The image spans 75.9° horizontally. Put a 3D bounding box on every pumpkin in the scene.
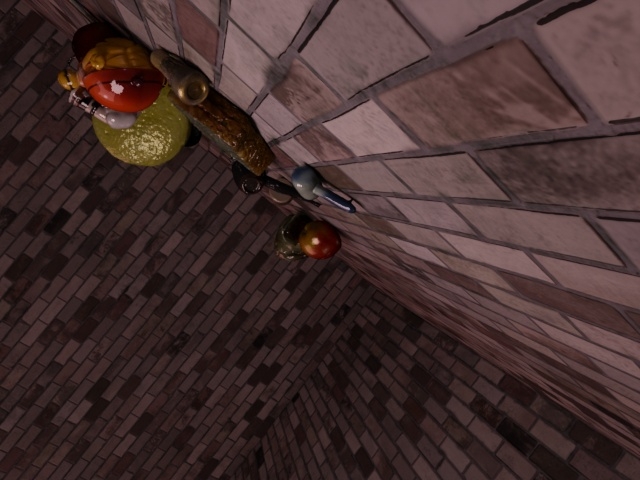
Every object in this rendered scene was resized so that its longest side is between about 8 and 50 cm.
[{"bbox_3d":[-0.663,-0.546,1.983,0.202,0.140,0.202,37,161,15],"label":"pumpkin"}]

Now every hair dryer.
[{"bbox_3d":[-0.154,-0.208,1.490,0.360,0.120,0.303,25,-159,-24],"label":"hair dryer"}]

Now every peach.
[{"bbox_3d":[0.000,0.000,1.946,0.192,0.190,0.190,38,177,-14],"label":"peach"}]

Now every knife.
[{"bbox_3d":[-0.735,-0.712,1.395,0.343,0.027,0.061,44,176,-40],"label":"knife"}]

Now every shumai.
[{"bbox_3d":[-0.148,-0.072,2.388,0.292,0.329,0.288,0,142,15],"label":"shumai"}]

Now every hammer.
[{"bbox_3d":[0.015,-0.124,1.087,0.194,0.069,0.116,32,174,21],"label":"hammer"}]

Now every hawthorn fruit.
[{"bbox_3d":[-0.719,-0.603,1.314,0.157,0.194,0.156,161,90,-86],"label":"hawthorn fruit"}]

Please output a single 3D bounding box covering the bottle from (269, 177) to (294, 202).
[{"bbox_3d":[-0.152,-0.195,1.701,0.110,0.097,0.209,-5,180,-3],"label":"bottle"}]

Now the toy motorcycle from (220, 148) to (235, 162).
[{"bbox_3d":[-0.376,-0.379,1.778,0.190,0.074,0.106,38,-174,-11],"label":"toy motorcycle"}]

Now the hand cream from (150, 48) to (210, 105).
[{"bbox_3d":[-0.361,-0.420,1.028,0.203,0.084,0.084,45,180,28],"label":"hand cream"}]

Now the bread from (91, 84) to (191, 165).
[{"bbox_3d":[-0.696,-0.473,1.648,0.348,0.348,0.308,39,-178,-18],"label":"bread"}]

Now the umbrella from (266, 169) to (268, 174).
[{"bbox_3d":[-0.273,-0.315,1.677,0.143,0.062,0.067,39,-153,-32],"label":"umbrella"}]

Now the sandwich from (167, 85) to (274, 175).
[{"bbox_3d":[-0.287,-0.328,1.187,0.271,0.099,0.301,34,178,9],"label":"sandwich"}]

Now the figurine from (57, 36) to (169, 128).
[{"bbox_3d":[-0.600,-0.471,1.241,0.323,0.320,0.195,-22,88,55],"label":"figurine"}]
